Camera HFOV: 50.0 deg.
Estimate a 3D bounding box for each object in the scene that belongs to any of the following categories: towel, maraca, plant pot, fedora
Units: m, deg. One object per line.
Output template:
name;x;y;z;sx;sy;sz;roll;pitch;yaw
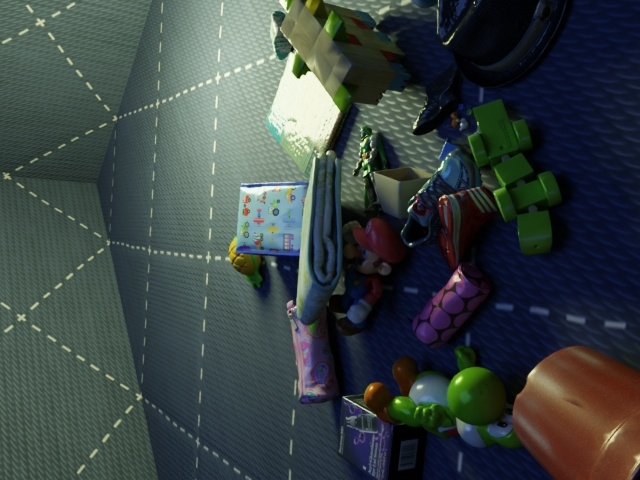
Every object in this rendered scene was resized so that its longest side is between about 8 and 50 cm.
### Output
towel;0.000;0.000;1.770;0.320;0.090;0.374;104;171;-67
maraca;-0.244;0.072;2.288;0.127;0.099;0.186;1;114;60
plant pot;0.452;0.306;1.037;0.265;0.272;0.272;-139;59;-61
plant pot;0.196;-0.109;1.603;0.109;0.109;0.096;30;124;55
towel;-0.045;-0.374;2.057;0.370;0.040;0.271;53;129;44
fedora;0.330;-0.480;1.369;0.334;0.152;0.334;-9;80;57

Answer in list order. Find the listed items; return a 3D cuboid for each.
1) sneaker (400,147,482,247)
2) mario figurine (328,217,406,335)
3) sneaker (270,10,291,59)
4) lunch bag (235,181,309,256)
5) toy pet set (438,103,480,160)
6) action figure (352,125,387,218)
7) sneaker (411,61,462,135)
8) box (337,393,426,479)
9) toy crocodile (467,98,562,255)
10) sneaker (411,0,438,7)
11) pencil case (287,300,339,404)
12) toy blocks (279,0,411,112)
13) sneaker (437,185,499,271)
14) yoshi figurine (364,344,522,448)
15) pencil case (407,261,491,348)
sneaker;0.249;-0.075;1.454;0.104;0.125;0.262;46;139;29
mario figurine;0.082;0.078;1.690;0.198;0.170;0.320;36;128;24
sneaker;-0.131;-0.650;2.214;0.076;0.065;0.166;135;134;-68
lunch bag;-0.115;-0.062;2.080;0.293;0.138;0.221;1;86;47
toy pet set;0.296;-0.226;1.483;0.122;0.065;0.114;50;128;48
action figure;0.128;-0.187;1.755;0.137;0.063;0.232;-36;54;55
sneaker;0.262;-0.319;1.562;0.170;0.051;0.089;-40;55;44
box;0.142;0.468;1.629;0.207;0.108;0.153;11;97;57
toy crocodile;0.373;-0.131;1.329;0.115;0.105;0.340;-21;61;10
sneaker;0.221;-0.679;1.590;0.208;0.127;0.319;9;85;56
pencil case;-0.024;0.305;1.895;0.124;0.124;0.284;-33;61;52
toy blocks;0.084;-0.457;1.681;0.191;0.261;0.381;-57;50;35
sneaker;0.317;-0.024;1.426;0.221;0.128;0.087;78;172;-54
yoshi figurine;0.255;0.310;1.390;0.362;0.203;0.204;2;80;51
pencil case;0.277;0.135;1.468;0.209;0.095;0.098;-55;11;37
